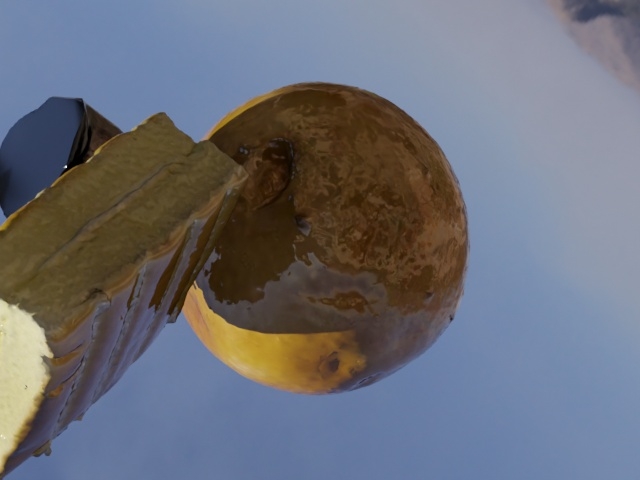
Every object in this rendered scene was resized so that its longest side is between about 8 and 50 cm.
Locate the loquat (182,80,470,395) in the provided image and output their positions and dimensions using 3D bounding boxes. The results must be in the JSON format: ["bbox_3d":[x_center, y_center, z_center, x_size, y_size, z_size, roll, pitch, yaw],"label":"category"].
[{"bbox_3d":[0.000,0.000,1.111,0.328,0.328,0.328,39,-164,-13],"label":"loquat"}]

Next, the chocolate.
[{"bbox_3d":[-0.223,-0.057,0.978,0.080,0.148,0.125,19,-122,-42],"label":"chocolate"}]

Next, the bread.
[{"bbox_3d":[-0.193,0.051,0.860,0.111,0.246,0.239,38,-133,7],"label":"bread"}]
